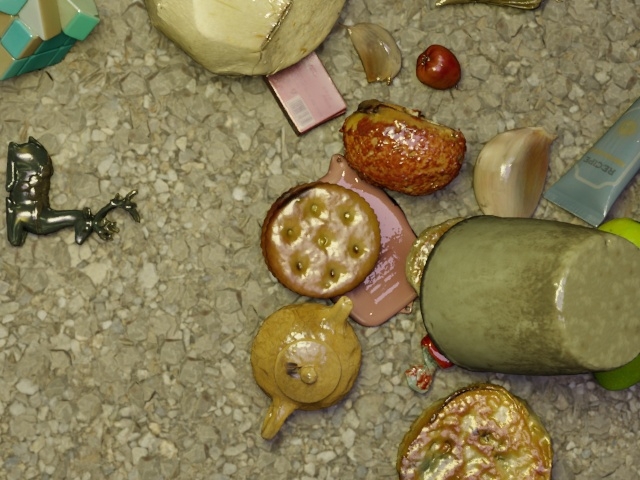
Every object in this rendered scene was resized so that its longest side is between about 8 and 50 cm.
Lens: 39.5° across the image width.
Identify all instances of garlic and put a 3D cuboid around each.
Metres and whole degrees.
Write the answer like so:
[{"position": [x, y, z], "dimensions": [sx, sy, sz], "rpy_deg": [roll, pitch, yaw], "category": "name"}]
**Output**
[{"position": [0.105, -0.367, 1.695], "dimensions": [0.084, 0.066, 0.152], "rpy_deg": [-25, 94, -4], "category": "garlic"}, {"position": [0.361, -0.094, 1.713], "dimensions": [0.148, 0.128, 0.266], "rpy_deg": [13, 98, 6], "category": "garlic"}]

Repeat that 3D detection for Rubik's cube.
[{"position": [-0.498, -0.420, 1.550], "dimensions": [0.224, 0.265, 0.213], "rpy_deg": [47, 119, -4], "category": "Rubik's cube"}]

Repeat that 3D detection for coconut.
[{"position": [-0.152, -0.476, 1.544], "dimensions": [0.360, 0.346, 0.346], "rpy_deg": [41, 85, 17], "category": "coconut"}]

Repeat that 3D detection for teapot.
[{"position": [-0.031, 0.230, 1.608], "dimensions": [0.203, 0.167, 0.311], "rpy_deg": [29, 99, -8], "category": "teapot"}]

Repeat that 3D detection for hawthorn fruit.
[{"position": [0.231, -0.326, 1.709], "dimensions": [0.093, 0.081, 0.081], "rpy_deg": [26, 86, -34], "category": "hawthorn fruit"}]

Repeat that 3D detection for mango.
[{"position": [0.565, 0.125, 1.684], "dimensions": [0.192, 0.156, 0.343], "rpy_deg": [-2, 103, 2], "category": "mango"}]

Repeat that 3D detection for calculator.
[{"position": [0.073, 0.009, 1.695], "dimensions": [0.220, 0.048, 0.330], "rpy_deg": [-40, 95, -6], "category": "calculator"}]

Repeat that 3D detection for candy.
[{"position": [0.270, 0.173, 1.705], "dimensions": [0.292, 0.059, 0.086], "rpy_deg": [-43, 91, -6], "category": "candy"}]

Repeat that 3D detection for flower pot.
[{"position": [0.372, 0.099, 1.517], "dimensions": [0.293, 0.330, 0.294], "rpy_deg": [0, 90, -25], "category": "flower pot"}]

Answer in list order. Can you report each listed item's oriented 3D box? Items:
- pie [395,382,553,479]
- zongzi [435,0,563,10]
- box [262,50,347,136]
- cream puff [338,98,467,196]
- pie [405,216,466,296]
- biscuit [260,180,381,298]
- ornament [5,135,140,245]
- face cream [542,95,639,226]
[{"position": [0.290, 0.428, 1.691], "dimensions": [0.315, 0.092, 0.315], "rpy_deg": [0, 87, -1], "category": "pie"}, {"position": [0.339, -0.457, 1.713], "dimensions": [0.189, 0.081, 0.178], "rpy_deg": [41, 84, -2], "category": "zongzi"}, {"position": [-0.033, -0.286, 1.684], "dimensions": [0.111, 0.060, 0.156], "rpy_deg": [-30, 95, -6], "category": "box"}, {"position": [0.145, -0.166, 1.624], "dimensions": [0.240, 0.240, 0.164], "rpy_deg": [22, 108, -5], "category": "cream puff"}, {"position": [0.242, 0.042, 1.676], "dimensions": [0.193, 0.079, 0.163], "rpy_deg": [-33, 107, -23], "category": "pie"}, {"position": [0.000, 0.000, 1.629], "dimensions": [0.220, 0.066, 0.220], "rpy_deg": [0, 93, -9], "category": "biscuit"}, {"position": [-0.446, -0.088, 1.630], "dimensions": [0.236, 0.080, 0.202], "rpy_deg": [1, 91, -3], "category": "ornament"}, {"position": [0.605, -0.196, 1.730], "dimensions": [0.385, 0.086, 0.135], "rpy_deg": [-47, 49, -6], "category": "face cream"}]
